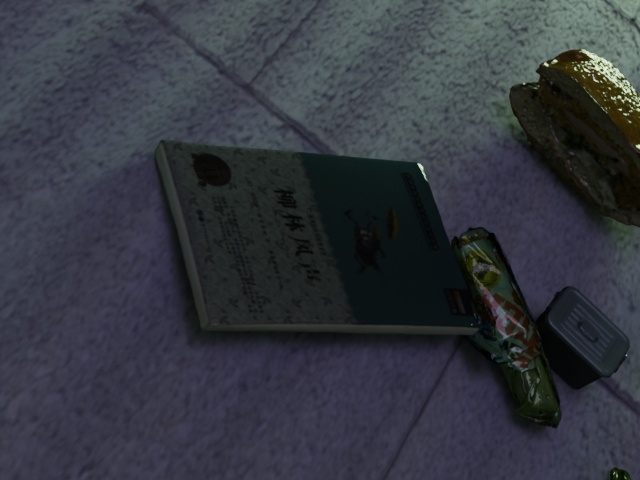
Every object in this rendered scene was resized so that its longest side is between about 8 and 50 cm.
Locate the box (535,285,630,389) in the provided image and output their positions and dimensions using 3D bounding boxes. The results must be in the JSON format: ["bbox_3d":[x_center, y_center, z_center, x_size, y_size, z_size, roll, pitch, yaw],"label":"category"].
[{"bbox_3d":[0.326,0.128,1.907,0.122,0.069,0.084,44,50,-1],"label":"box"}]

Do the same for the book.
[{"bbox_3d":[0.000,0.000,1.793,0.379,0.031,0.264,2,54,-31],"label":"book"}]

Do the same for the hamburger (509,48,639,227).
[{"bbox_3d":[0.400,-0.144,2.082,0.283,0.144,0.156,48,38,2],"label":"hamburger"}]

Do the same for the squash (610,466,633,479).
[{"bbox_3d":[0.370,0.352,1.790,0.075,0.090,0.200,18,46,-26],"label":"squash"}]

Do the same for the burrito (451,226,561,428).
[{"bbox_3d":[0.221,0.107,1.863,0.104,0.054,0.288,-7,65,-35],"label":"burrito"}]
